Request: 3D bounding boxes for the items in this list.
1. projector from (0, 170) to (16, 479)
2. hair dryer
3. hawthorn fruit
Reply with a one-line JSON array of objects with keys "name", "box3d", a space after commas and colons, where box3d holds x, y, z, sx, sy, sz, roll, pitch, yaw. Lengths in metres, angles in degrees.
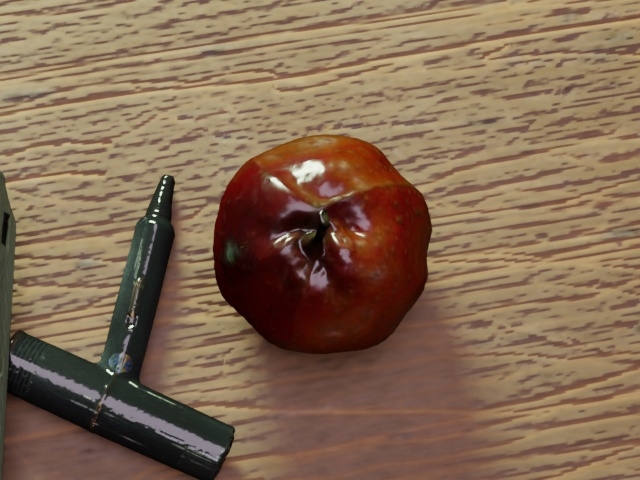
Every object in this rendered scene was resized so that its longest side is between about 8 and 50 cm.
[{"name": "projector", "box3d": [-0.321, 0.070, 1.244, 0.198, 0.108, 0.250, -1, 77, 11]}, {"name": "hair dryer", "box3d": [-0.114, 0.054, 1.319, 0.173, 0.050, 0.194, 26, 73, 1]}, {"name": "hawthorn fruit", "box3d": [0.000, 0.000, 1.263, 0.157, 0.194, 0.157, 0, 85, 3]}]
